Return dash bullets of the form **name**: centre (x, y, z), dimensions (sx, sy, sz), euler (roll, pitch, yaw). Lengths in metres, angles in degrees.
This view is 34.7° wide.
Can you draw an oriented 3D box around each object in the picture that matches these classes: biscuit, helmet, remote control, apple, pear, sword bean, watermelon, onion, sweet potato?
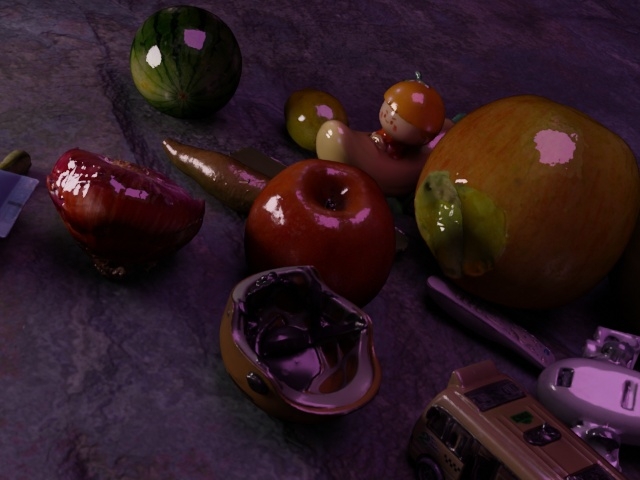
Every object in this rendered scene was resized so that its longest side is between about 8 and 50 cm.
- **biscuit**: centre (-0.003, -0.061, 1.652), dimensions (0.322, 0.038, 0.099), euler (30, 25, 9)
- **helmet**: centre (-0.037, 0.147, 1.316), dimensions (0.198, 0.130, 0.224), euler (-27, 73, -39)
- **remote control**: centre (0.253, 0.128, 1.554), dimensions (0.229, 0.044, 0.073), euler (36, 20, 7)
- **apple**: centre (0.000, 0.000, 1.459), dimensions (0.218, 0.201, 0.218), euler (9, 45, -9)
- **apple**: centre (0.323, -0.067, 1.587), dimensions (0.340, 0.339, 0.339), euler (14, 38, -11)
- **pear**: centre (-0.006, -0.208, 1.788), dimensions (0.131, 0.107, 0.107), euler (47, 43, 16)
- **sword bean**: centre (-0.475, -0.053, 1.418), dimensions (0.043, 0.038, 0.269), euler (32, 37, -5)
- **watermelon**: centre (-0.225, -0.307, 1.726), dimensions (0.188, 0.188, 0.214), euler (11, 45, -14)
- **onion**: centre (-0.274, -0.029, 1.405), dimensions (0.230, 0.163, 0.230), euler (18, 9, -3)
- **sweet potato**: centre (-0.154, -0.096, 1.606), dimensions (0.244, 0.077, 0.077), euler (23, 37, 14)

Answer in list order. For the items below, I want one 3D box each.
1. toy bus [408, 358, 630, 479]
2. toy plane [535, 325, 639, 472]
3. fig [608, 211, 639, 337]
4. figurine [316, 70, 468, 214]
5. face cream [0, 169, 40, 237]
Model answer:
- **toy bus**: centre (0.244, 0.283, 1.240), dimensions (0.139, 0.157, 0.289), euler (-9, 36, -35)
- **toy plane**: centre (0.425, 0.237, 1.438), dimensions (0.252, 0.118, 0.252), euler (3, 59, -4)
- **fig**: centre (0.597, 0.046, 1.634), dimensions (0.316, 0.316, 0.316), euler (14, 38, -11)
- **figurine**: centre (0.127, -0.163, 1.673), dimensions (0.324, 0.222, 0.124), euler (4, 40, -48)
- **face cream**: centre (-0.581, -0.090, 1.356), dimensions (0.385, 0.086, 0.135), euler (14, 37, -2)
